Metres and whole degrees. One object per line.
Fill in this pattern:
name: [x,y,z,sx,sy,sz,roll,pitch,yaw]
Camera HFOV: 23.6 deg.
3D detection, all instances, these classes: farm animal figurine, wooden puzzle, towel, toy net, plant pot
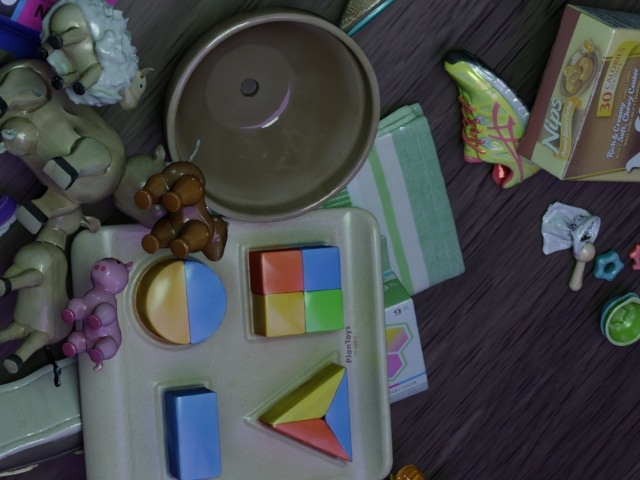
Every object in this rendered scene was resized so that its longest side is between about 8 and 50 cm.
farm animal figurine: [-0.240,-0.050,1.541,0.330,0.172,0.327,-28,98,33]
wooden puzzle: [-0.089,0.134,1.687,0.348,0.080,0.322,-5,95,-16]
towel: [0.000,0.000,1.797,0.325,0.038,0.248,-24,124,-11]
toy net: [0.367,0.028,1.948,0.122,0.045,0.232,-39,123,2]
plant pot: [-0.063,-0.147,1.649,0.237,0.110,0.237,-9,118,-17]

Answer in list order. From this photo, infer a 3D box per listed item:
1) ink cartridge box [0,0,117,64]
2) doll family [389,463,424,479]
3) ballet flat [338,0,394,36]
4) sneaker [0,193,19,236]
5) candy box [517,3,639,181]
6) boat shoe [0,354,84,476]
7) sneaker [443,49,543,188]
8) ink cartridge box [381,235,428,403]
ink cartridge box: [-0.266,-0.312,1.514,0.175,0.069,0.371,21,109,-29]
doll family: [0.110,0.370,1.982,0.163,0.118,0.263,-47,122,6]
ballet flat: [0.089,-0.303,1.664,0.206,0.073,0.067,-36,96,-3]
sneaker: [-0.402,-0.023,1.609,0.170,0.068,0.071,-14,113,-15]
candy box: [0.391,-0.165,1.788,0.316,0.087,0.183,-1,116,-38]
boat shoe: [-0.367,0.215,1.721,0.324,0.116,0.097,-16,149,-14]
sneaker: [0.195,-0.133,1.775,0.094,0.081,0.208,-40,124,5]
ink cartridge box: [0.056,0.107,1.820,0.109,0.062,0.209,-21,130,-11]
